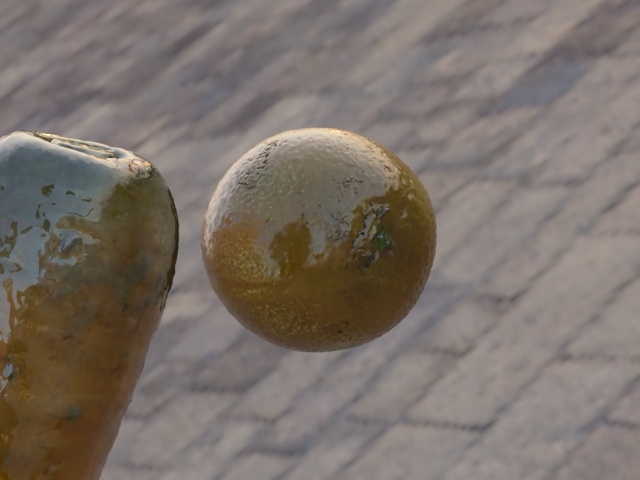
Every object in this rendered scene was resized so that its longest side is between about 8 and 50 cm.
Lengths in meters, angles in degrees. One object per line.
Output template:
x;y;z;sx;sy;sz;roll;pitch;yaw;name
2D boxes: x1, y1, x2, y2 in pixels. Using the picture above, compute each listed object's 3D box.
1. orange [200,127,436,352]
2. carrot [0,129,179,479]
0.000;0.000;2.248;0.274;0.274;0.274;-31;17;11;orange
-0.258;0.076;1.806;0.224;0.224;0.341;-147;70;-72;carrot
